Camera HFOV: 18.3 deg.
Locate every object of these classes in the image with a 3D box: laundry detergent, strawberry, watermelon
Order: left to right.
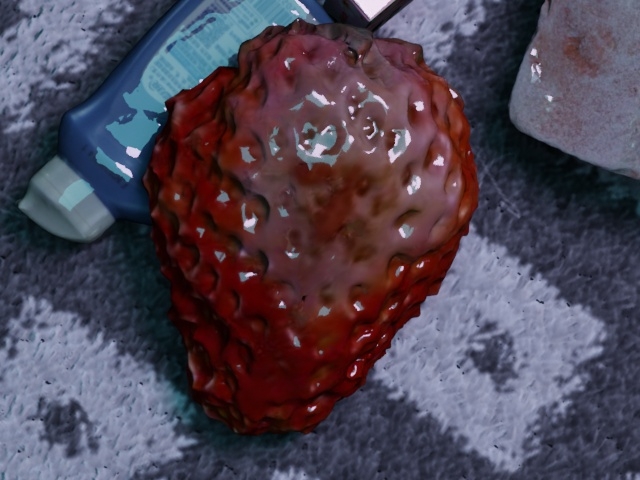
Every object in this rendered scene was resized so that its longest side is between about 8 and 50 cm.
[{"bbox_3d":[-0.117,-0.100,1.617,0.290,0.094,0.143,-42,100,-7],"label":"laundry detergent"},{"bbox_3d":[0.000,0.000,1.546,0.265,0.149,0.336,10,98,-23],"label":"strawberry"},{"bbox_3d":[0.273,-0.145,1.616,0.258,0.228,0.387,-28,96,-1],"label":"watermelon"}]

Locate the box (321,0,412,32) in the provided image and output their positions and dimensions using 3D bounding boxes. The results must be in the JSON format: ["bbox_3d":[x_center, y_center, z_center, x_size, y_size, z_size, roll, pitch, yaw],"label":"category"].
[{"bbox_3d":[0.050,-0.208,1.630,0.089,0.125,0.043,-40,89,-9],"label":"box"}]
